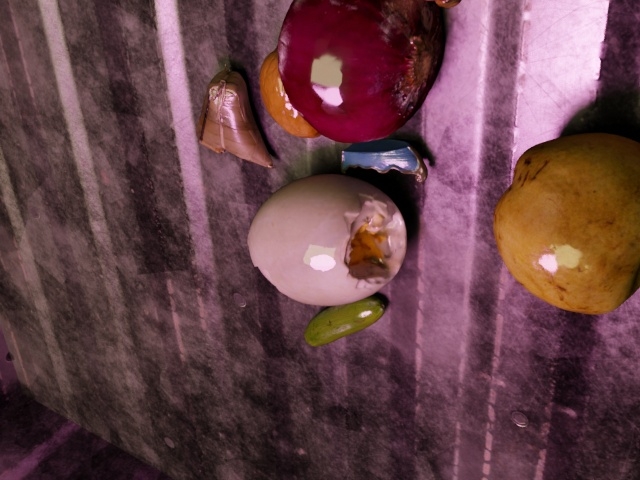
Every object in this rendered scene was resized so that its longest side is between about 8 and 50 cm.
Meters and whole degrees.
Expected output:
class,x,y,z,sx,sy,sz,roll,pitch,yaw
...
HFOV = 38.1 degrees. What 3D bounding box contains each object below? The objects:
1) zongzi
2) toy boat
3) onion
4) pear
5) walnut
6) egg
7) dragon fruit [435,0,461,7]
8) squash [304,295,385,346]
class,x,y,z,sx,sy,sz,roll,pitch,yaw
zongzi,-0.168,-0.258,2.020,0.197,0.099,0.194,27,137,7
toy boat,0.129,-0.154,1.853,0.186,0.075,0.077,3,120,35
onion,0.048,-0.334,1.654,0.282,0.260,0.336,30,137,27
pear,0.436,-0.036,1.534,0.304,0.304,0.303,23,133,26
walnut,-0.071,-0.288,1.862,0.167,0.087,0.211,48,165,52
egg,0.000,0.000,1.933,0.336,0.278,0.278,1,121,45
dragon fruit,0.228,-0.482,1.479,0.282,0.147,0.210,10,118,32
squash,0.046,0.190,2.190,0.082,0.082,0.292,53,140,-6
